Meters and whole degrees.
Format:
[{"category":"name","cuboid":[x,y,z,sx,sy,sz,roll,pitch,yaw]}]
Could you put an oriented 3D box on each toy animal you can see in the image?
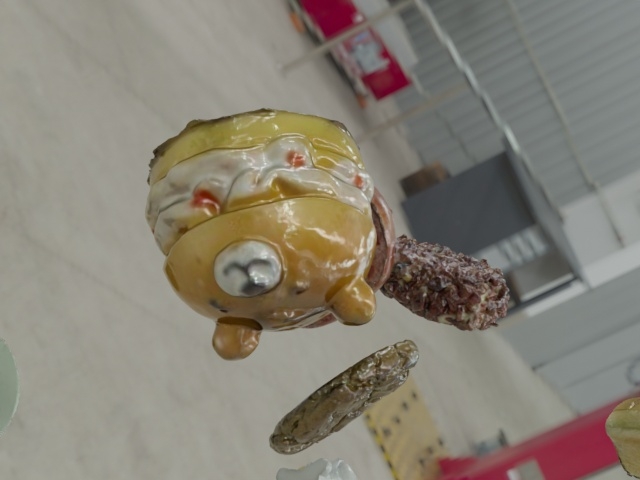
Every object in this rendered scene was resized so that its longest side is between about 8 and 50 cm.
[{"category":"toy animal","cuboid":[0.015,0.404,2.148,0.181,0.131,0.127,24,49,-48]}]

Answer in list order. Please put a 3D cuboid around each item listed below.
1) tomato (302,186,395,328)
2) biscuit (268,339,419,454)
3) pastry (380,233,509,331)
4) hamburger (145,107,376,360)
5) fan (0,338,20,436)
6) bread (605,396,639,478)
[{"category":"tomato","cuboid":[0.000,0.000,1.854,0.237,0.236,0.095,64,26,2]},{"category":"biscuit","cuboid":[0.033,0.202,1.732,0.042,0.226,0.226,54,11,14]},{"category":"pastry","cuboid":[0.171,0.064,1.998,0.115,0.208,0.097,-23,128,-57]},{"category":"hamburger","cuboid":[-0.063,0.001,1.582,0.276,0.276,0.237,40,34,-59]},{"category":"fan","cuboid":[-0.477,0.255,1.770,0.190,0.009,0.329,24,65,-44]},{"category":"bread","cuboid":[0.450,0.265,1.843,0.082,0.106,0.125,-51,128,-29]}]
